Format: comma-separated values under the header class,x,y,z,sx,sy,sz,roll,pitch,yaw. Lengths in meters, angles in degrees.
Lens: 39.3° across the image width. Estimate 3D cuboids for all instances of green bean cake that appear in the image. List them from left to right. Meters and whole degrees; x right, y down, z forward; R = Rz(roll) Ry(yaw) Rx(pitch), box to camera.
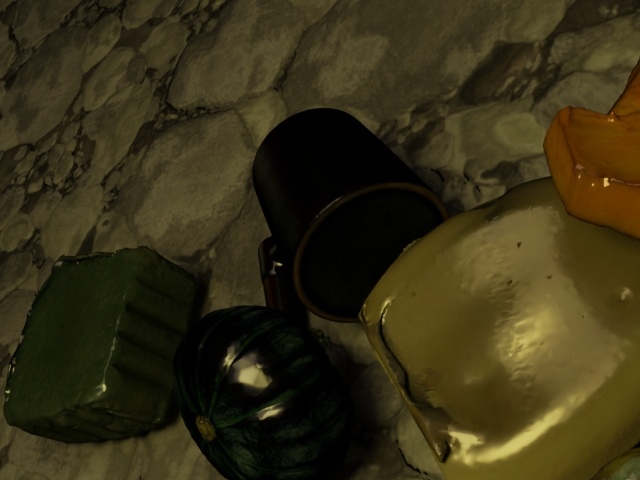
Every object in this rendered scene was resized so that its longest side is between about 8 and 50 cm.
class,x,y,z,sx,sy,sz,roll,pitch,yaw
green bean cake,-0.266,0.123,1.073,0.227,0.125,0.223,-13,59,35

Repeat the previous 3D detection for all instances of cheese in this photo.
class,x,y,z,sx,sy,sz,roll,pitch,yaw
cheese,0.197,0.056,0.745,0.316,0.128,0.259,-40,57,9

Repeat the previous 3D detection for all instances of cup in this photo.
class,x,y,z,sx,sy,sz,roll,pitch,yaw
cup,-0.007,-0.011,0.921,0.239,0.166,0.177,-42,42,9

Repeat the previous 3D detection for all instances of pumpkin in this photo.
class,x,y,z,sx,sy,sz,roll,pitch,yaw
pumpkin,-0.058,0.153,0.849,0.194,0.150,0.194,-5,83,47
pumpkin,0.299,-0.057,0.650,0.258,0.095,0.290,29,45,31

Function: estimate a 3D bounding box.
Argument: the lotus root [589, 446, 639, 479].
class,x,y,z,sx,sy,sz,roll,pitch,yaw
lotus root,0.216,0.238,0.632,0.113,0.088,0.192,35,99,42
